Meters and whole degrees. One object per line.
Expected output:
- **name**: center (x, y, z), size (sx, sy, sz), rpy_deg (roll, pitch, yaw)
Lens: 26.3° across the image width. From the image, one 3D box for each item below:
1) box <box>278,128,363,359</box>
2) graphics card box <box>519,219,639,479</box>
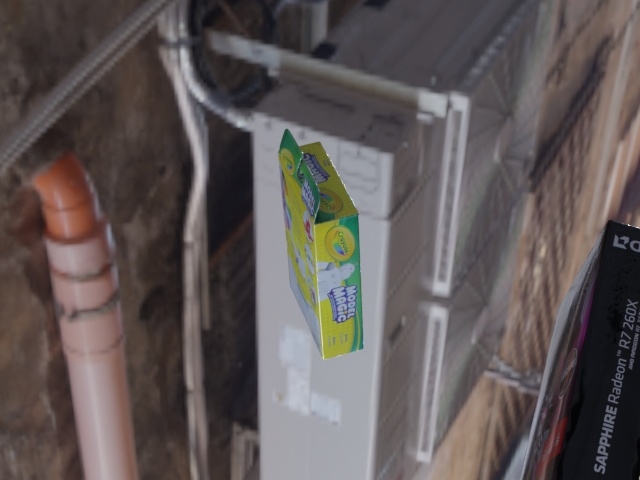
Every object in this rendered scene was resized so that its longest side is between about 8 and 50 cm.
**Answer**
- **box**: center (0.000, 0.000, 1.150), size (0.043, 0.179, 0.105), rpy_deg (-15, -137, -10)
- **graphics card box**: center (0.291, 0.191, 1.486), size (0.094, 0.233, 0.371), rpy_deg (17, -118, 4)
